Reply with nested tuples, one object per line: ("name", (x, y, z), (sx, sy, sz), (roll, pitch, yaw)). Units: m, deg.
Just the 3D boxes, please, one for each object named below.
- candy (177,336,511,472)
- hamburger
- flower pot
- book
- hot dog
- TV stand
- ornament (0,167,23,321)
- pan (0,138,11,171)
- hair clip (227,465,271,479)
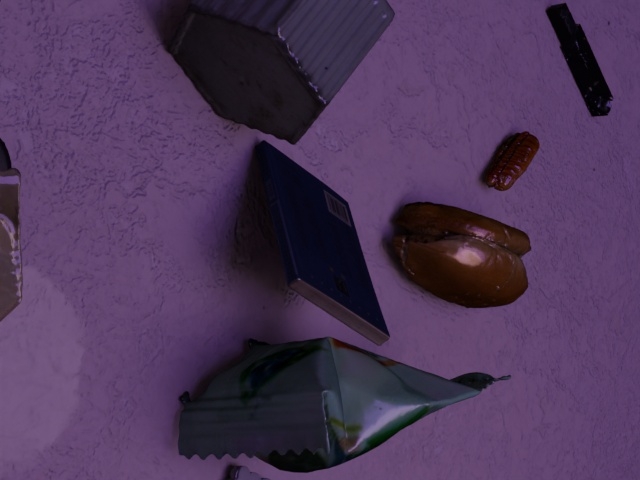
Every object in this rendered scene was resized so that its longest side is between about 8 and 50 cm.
("candy", (0.041, 0.217, 1.407), (0.398, 0.263, 0.171), (7, 80, -44))
("hamburger", (0.242, 0.028, 1.676), (0.283, 0.157, 0.143), (21, 77, -45))
("flower pot", (-0.051, -0.267, 1.340), (0.189, 0.239, 0.209), (-55, 157, -27))
("book", (0.000, 0.000, 1.415), (0.191, 0.025, 0.269), (35, 28, -39))
("hot dog", (0.331, -0.140, 1.828), (0.144, 0.062, 0.038), (-49, 145, -30))
("TV stand", (0.495, -0.345, 1.998), (0.042, 0.036, 0.249), (-52, 124, -29))
("ornament", (-0.381, -0.011, 1.093), (0.180, 0.059, 0.201), (-46, 125, -5))
("pan", (-0.427, -0.080, 1.100), (0.235, 0.028, 0.136), (11, 86, -44))
("hair clip", (-0.062, 0.409, 1.463), (0.220, 0.054, 0.140), (32, 73, -38))
